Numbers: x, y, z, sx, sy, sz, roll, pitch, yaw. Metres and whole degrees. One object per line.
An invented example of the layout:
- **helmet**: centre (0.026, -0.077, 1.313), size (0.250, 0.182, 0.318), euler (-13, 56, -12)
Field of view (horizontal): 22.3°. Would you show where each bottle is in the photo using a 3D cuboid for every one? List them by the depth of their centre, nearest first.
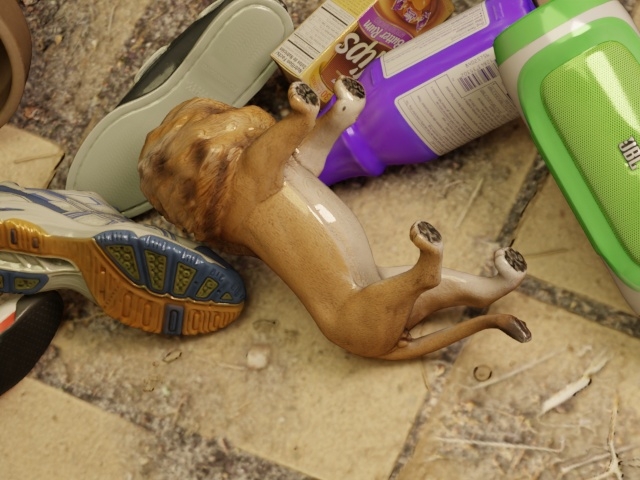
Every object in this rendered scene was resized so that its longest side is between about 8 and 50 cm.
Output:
- **bottle**: centre (0.096, -0.135, 1.580), size (0.283, 0.118, 0.092), euler (-27, 46, 20)

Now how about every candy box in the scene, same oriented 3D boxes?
- **candy box**: centre (0.045, -0.211, 1.645), size (0.187, 0.109, 0.053), euler (-45, 57, -6)

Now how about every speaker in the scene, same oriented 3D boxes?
- **speaker**: centre (0.268, -0.073, 1.421), size (0.131, 0.131, 0.296), euler (-29, 86, 3)

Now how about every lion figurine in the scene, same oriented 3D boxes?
- **lion figurine**: centre (0.000, 0.000, 1.506), size (0.392, 0.142, 0.240), euler (51, 125, 11)

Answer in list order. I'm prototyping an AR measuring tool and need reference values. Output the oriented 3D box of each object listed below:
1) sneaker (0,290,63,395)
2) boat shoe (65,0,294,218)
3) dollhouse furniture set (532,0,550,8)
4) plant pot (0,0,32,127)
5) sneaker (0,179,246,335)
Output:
- **sneaker**: centre (-0.392, 0.123, 1.639), size (0.145, 0.090, 0.270), euler (36, 82, 28)
- **boat shoe**: centre (-0.145, -0.140, 1.689), size (0.302, 0.114, 0.091), euler (-40, 19, 7)
- **dollhouse furniture set**: centre (0.373, -0.294, 1.551), size (0.362, 0.256, 0.394), euler (-24, 38, 6)
- **plant pot**: centre (-0.426, -0.271, 1.784), size (0.263, 0.263, 0.229), euler (-6, 44, 17)
- **sneaker**: centre (-0.211, 0.001, 1.612), size (0.297, 0.111, 0.131), euler (16, 31, 0)
